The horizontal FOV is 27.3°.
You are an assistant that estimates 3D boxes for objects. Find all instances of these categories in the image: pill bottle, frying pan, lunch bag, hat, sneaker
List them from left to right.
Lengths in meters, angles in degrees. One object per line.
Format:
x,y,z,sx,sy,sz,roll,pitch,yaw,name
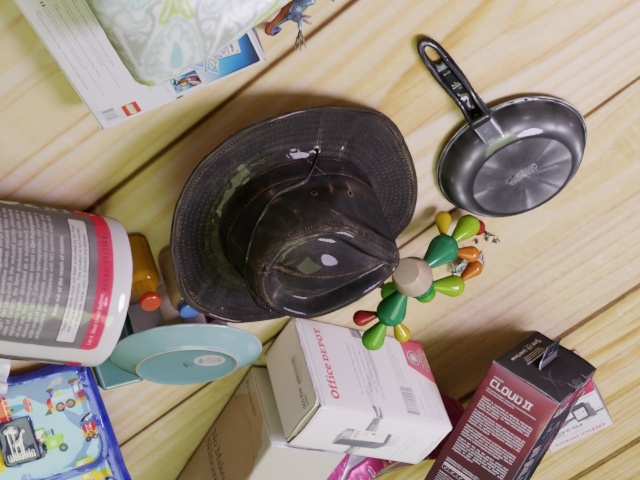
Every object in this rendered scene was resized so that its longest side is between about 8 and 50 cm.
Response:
-0.382,0.037,1.443,0.319,0.176,0.176,9,131,-28,pill bottle
-0.385,0.283,1.748,0.221,0.138,0.293,-17,118,-6,lunch bag
0.000,0.000,1.506,0.331,0.134,0.331,-20,132,-23,hat
0.098,0.292,1.945,0.252,0.103,0.111,-15,173,-23,sneaker
0.230,-0.135,1.579,0.197,0.053,0.326,-17,141,-2,frying pan

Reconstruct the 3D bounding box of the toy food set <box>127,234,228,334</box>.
-0.176,0.100,1.628,0.111,0.104,0.232,-14,135,-10,toy food set

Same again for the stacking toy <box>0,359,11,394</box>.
-0.470,0.142,1.548,0.167,0.052,0.221,10,172,-26,stacking toy

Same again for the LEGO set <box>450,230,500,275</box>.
0.204,0.024,1.748,0.054,0.023,0.083,7,132,-26,LEGO set

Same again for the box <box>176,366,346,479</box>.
-0.097,0.334,1.878,0.121,0.148,0.311,11,128,-28,box

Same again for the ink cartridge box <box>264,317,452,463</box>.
0.048,0.204,1.781,0.218,0.158,0.092,16,128,-31,ink cartridge box

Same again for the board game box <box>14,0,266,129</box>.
-0.194,-0.253,1.287,0.193,0.053,0.305,-22,141,4,board game box

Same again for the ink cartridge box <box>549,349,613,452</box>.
0.370,0.247,2.010,0.109,0.063,0.150,-27,137,9,ink cartridge box

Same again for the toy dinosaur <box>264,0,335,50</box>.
-0.026,-0.248,1.388,0.082,0.047,0.090,-17,105,11,toy dinosaur

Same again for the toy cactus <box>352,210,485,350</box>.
0.117,0.041,1.650,0.219,0.112,0.180,-39,165,4,toy cactus

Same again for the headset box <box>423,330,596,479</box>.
0.263,0.266,1.843,0.293,0.110,0.218,-63,162,19,headset box

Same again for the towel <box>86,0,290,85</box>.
-0.068,-0.344,1.150,0.374,0.090,0.320,-36,138,-8,towel

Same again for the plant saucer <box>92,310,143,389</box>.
-0.271,0.128,1.695,0.067,0.018,0.192,-13,138,-6,plant saucer

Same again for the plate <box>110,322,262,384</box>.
-0.165,0.147,1.626,0.188,0.024,0.188,-4,154,-2,plate
